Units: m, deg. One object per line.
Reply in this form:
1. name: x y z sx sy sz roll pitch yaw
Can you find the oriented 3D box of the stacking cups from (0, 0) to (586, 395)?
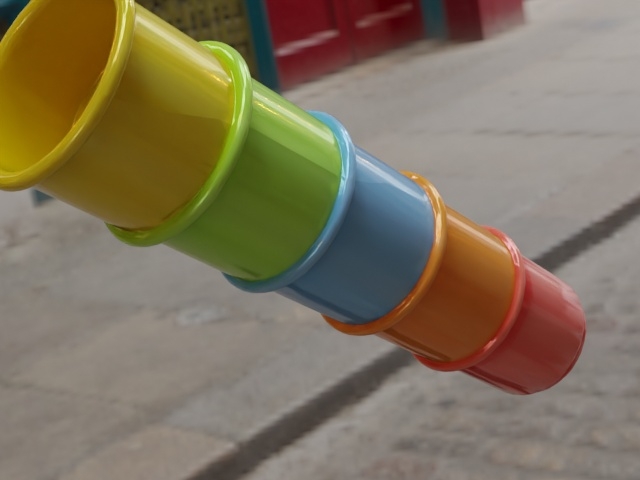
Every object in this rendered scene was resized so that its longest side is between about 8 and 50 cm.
1. stacking cups: 0.000 0.000 0.679 0.316 0.096 0.096 31 -15 -39
